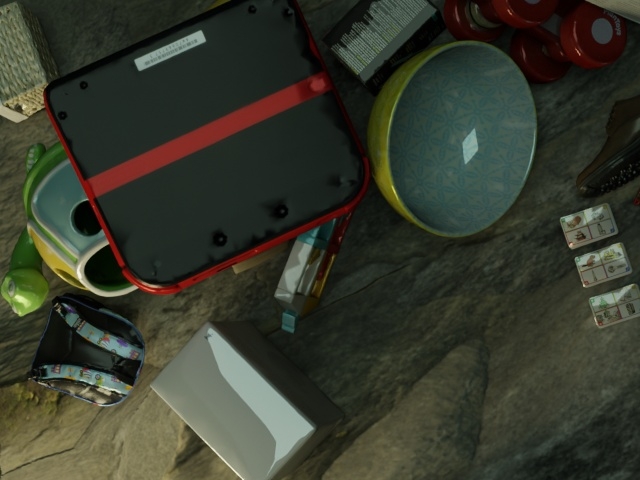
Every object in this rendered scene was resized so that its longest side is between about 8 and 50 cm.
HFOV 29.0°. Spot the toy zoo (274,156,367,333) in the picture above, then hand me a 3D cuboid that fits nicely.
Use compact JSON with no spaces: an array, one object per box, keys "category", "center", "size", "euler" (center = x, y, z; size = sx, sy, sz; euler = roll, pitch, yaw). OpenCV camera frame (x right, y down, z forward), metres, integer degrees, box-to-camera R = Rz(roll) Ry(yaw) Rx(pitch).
[{"category":"toy zoo","center":[0.000,0.000,1.876],"size":[0.030,0.192,0.293],"euler":[21,91,12]}]

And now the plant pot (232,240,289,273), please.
[{"category":"plant pot","center":[-0.104,-0.017,1.946],"size":[0.096,0.109,0.109],"euler":[-15,83,-2]}]

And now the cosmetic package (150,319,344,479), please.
[{"category":"cosmetic package","center":[-0.105,0.243,1.863],"size":[0.224,0.224,0.138],"euler":[43,94,11]}]

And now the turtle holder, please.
[{"category":"turtle holder","center":[-0.350,-0.031,1.878],"size":[0.320,0.243,0.227],"euler":[-14,47,-7]}]

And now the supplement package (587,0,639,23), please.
[{"category":"supplement package","center":[0.428,-0.468,1.736],"size":[0.145,0.204,0.262],"euler":[-32,52,48]}]

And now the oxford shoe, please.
[{"category":"oxford shoe","center":[0.463,-0.157,1.866],"size":[0.227,0.083,0.096],"euler":[-45,57,7]}]

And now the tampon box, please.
[{"category":"tampon box","center":[0.099,-0.321,1.916],"size":[0.161,0.120,0.101],"euler":[-44,80,5]}]

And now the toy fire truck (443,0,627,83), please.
[{"category":"toy fire truck","center":[0.336,-0.390,1.822],"size":[0.302,0.169,0.254],"euler":[26,77,-20]}]

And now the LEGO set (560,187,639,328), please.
[{"category":"LEGO set","center":[0.505,0.007,1.865],"size":[0.244,0.060,0.182],"euler":[-20,95,10]}]

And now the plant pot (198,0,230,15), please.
[{"category":"plant pot","center":[-0.155,-0.245,1.909],"size":[0.254,0.254,0.239],"euler":[34,78,11]}]

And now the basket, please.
[{"category":"basket","center":[-0.501,-0.296,2.037],"size":[0.103,0.113,0.167],"euler":[-22,82,5]}]

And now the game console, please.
[{"category":"game console","center":[-0.152,-0.138,1.746],"size":[0.386,0.060,0.342],"euler":[-25,89,-3]}]

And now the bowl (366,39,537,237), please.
[{"category":"bowl","center":[0.169,-0.157,1.858],"size":[0.156,0.289,0.289],"euler":[15,89,55]}]

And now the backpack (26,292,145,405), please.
[{"category":"backpack","center":[-0.355,0.179,1.970],"size":[0.173,0.117,0.158],"euler":[18,89,12]}]
